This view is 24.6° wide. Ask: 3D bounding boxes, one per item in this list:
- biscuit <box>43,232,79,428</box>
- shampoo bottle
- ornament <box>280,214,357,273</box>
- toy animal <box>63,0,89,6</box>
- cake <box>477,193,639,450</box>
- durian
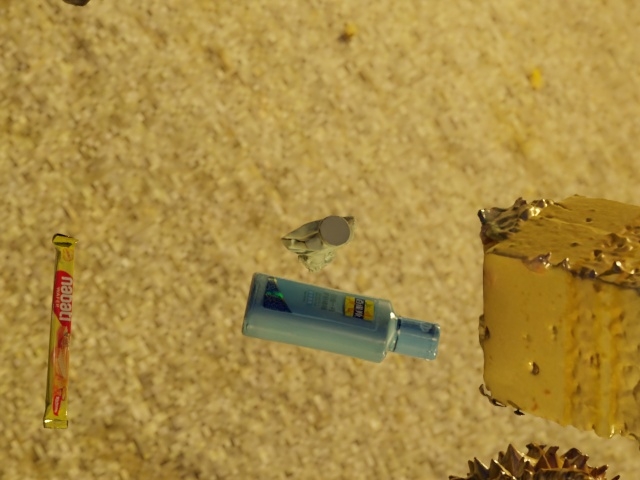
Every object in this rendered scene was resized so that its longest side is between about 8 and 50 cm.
[{"bbox_3d":[-0.391,0.136,2.194,0.048,0.026,0.291,10,77,-45],"label":"biscuit"},{"bbox_3d":[0.029,0.108,1.930,0.259,0.061,0.103,12,40,-3],"label":"shampoo bottle"},{"bbox_3d":[0.001,-0.001,1.326,0.092,0.068,0.041,29,41,-76],"label":"ornament"},{"bbox_3d":[-0.162,-0.301,1.017,0.235,0.165,0.187,51,35,-29],"label":"toy animal"},{"bbox_3d":[0.305,0.081,1.744,0.222,0.286,0.227,-31,128,-48],"label":"cake"},{"bbox_3d":[0.131,0.268,1.320,0.112,0.341,0.191,56,24,10],"label":"durian"}]
